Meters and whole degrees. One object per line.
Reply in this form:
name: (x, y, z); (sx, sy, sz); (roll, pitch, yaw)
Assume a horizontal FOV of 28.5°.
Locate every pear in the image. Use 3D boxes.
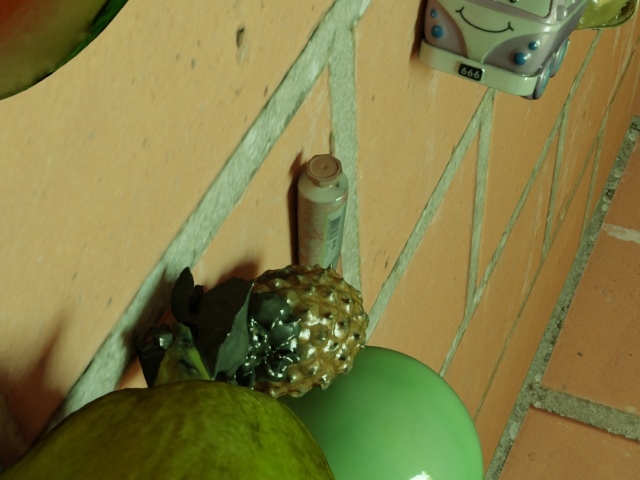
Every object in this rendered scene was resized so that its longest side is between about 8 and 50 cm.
pear: (-0.094, 0.228, 0.682); (0.287, 0.287, 0.375); (56, 37, -69)

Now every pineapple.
pineapple: (-0.053, 0.072, 0.928); (0.237, 0.111, 0.119); (-10, 86, -65)

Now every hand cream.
hand cream: (0.000, 0.000, 1.124); (0.067, 0.043, 0.210); (-58, 164, -33)

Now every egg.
egg: (0.033, 0.202, 1.112); (0.269, 0.220, 0.220); (6, 102, -79)

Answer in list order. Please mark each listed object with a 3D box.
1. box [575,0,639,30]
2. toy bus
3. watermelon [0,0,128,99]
box: (0.299, -0.304, 1.541); (0.111, 0.177, 0.111); (1, 90, -84)
toy bus: (0.193, -0.242, 1.312); (0.202, 0.142, 0.142); (-45, 154, -59)
watermelon: (-0.115, -0.128, 0.513); (0.193, 0.137, 0.145); (-121, -150, -52)
